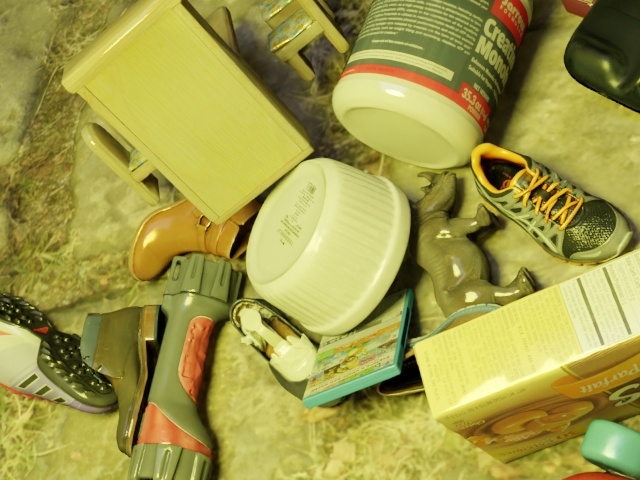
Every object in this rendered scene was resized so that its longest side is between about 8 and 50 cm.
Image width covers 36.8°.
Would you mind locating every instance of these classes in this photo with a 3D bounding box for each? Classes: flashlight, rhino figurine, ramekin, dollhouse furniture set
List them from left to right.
[{"bbox_3d":[-0.175,-0.238,1.267,0.362,0.256,0.394,-37,30,12],"label":"dollhouse furniture set"},{"bbox_3d":[-0.163,0.170,1.227,0.103,0.103,0.304,-7,57,32],"label":"flashlight"},{"bbox_3d":[0.000,0.000,1.149,0.207,0.109,0.207,-41,34,36],"label":"ramekin"},{"bbox_3d":[0.157,0.002,1.116,0.106,0.073,0.243,-35,50,14],"label":"rhino figurine"}]

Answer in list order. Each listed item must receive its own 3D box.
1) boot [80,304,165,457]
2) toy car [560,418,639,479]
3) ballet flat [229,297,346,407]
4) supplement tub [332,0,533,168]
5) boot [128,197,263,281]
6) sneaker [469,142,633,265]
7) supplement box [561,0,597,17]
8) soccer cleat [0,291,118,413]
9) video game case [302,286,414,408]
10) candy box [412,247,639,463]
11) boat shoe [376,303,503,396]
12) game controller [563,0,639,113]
[{"bbox_3d":[-0.271,0.184,1.273,0.106,0.082,0.219,0,53,4],"label":"boot"},{"bbox_3d":[0.250,0.258,0.807,0.210,0.238,0.219,16,75,38],"label":"toy car"},{"bbox_3d":[-0.048,0.132,1.183,0.074,0.074,0.203,-50,50,0],"label":"ballet flat"},{"bbox_3d":[0.145,-0.243,1.176,0.191,0.191,0.272,13,74,37],"label":"supplement tub"},{"bbox_3d":[-0.171,-0.003,1.337,0.152,0.073,0.197,31,88,36],"label":"boot"},{"bbox_3d":[0.247,-0.043,1.073,0.215,0.083,0.084,32,84,39],"label":"sneaker"},{"bbox_3d":[0.342,-0.317,1.182,0.083,0.043,0.055,-51,51,-1],"label":"supplement box"},{"bbox_3d":[-0.400,0.184,1.382,0.318,0.108,0.116,26,109,32],"label":"soccer cleat"},{"bbox_3d":[0.046,0.120,1.102,0.119,0.015,0.166,-24,20,22],"label":"video game case"},{"bbox_3d":[0.272,0.103,0.912,0.316,0.183,0.088,-26,55,20],"label":"candy box"},{"bbox_3d":[0.136,0.130,1.040,0.183,0.066,0.066,-33,12,38],"label":"boat shoe"},{"bbox_3d":[0.422,-0.293,1.102,0.166,0.067,0.319,36,87,41],"label":"game controller"}]
